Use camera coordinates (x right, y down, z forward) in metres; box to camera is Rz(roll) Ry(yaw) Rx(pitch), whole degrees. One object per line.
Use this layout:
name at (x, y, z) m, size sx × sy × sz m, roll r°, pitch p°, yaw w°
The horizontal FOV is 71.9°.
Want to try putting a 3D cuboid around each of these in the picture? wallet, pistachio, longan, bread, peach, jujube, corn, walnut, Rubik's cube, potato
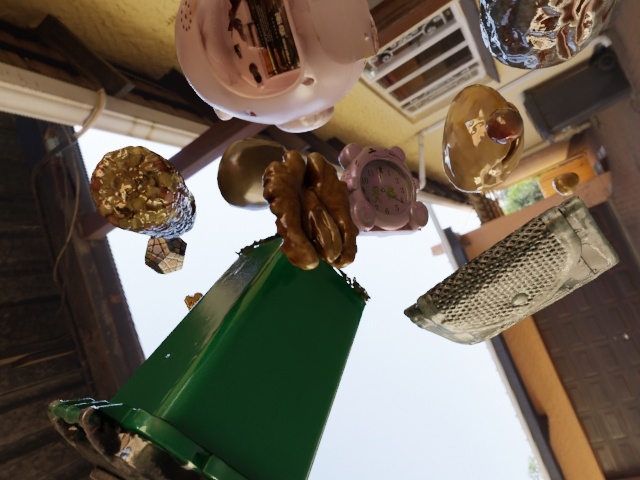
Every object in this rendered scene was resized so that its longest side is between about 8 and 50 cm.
wallet at (0.344, 0.083, 0.793) m, size 0.237 × 0.342 × 0.075 m, roll 30°, pitch -149°, yaw -39°
pistachio at (0.444, -0.281, 1.226) m, size 0.229 × 0.229 × 0.309 m, roll 30°, pitch -123°, yaw -49°
longan at (-0.248, -0.249, 1.680) m, size 0.350 × 0.288 × 0.289 m, roll -12°, pitch -102°, yaw -62°
bread at (-0.302, 0.197, 1.249) m, size 0.177 × 0.119 × 0.084 m, roll 15°, pitch -96°, yaw -17°
peach at (0.416, -0.258, 1.001) m, size 0.083 × 0.083 × 0.083 m, roll 42°, pitch -146°, yaw -37°
jujube at (0.404, -0.448, 0.778) m, size 0.215 × 0.247 × 0.308 m, roll 44°, pitch -172°, yaw 32°
corn at (-0.214, -0.050, 0.584) m, size 0.098 × 0.098 × 0.290 m, roll 64°, pitch 172°, yaw 0°
walnut at (-0.018, -0.038, 0.596) m, size 0.142 × 0.069 × 0.171 m, roll 2°, pitch -113°, yaw -36°
Rubik's cube at (-0.379, 0.031, 1.083) m, size 0.111 × 0.093 × 0.111 m, roll 40°, pitch -148°, yaw -31°
potato at (0.736, -0.173, 1.322) m, size 0.068 × 0.083 × 0.062 m, roll 51°, pitch 179°, yaw -3°

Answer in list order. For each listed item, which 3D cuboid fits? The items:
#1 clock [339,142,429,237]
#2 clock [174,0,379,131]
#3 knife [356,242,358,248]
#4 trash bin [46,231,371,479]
clock at (0.201, -0.172, 1.496) m, size 0.295 × 0.113 × 0.323 m, roll -2°, pitch -107°, yaw -24°
clock at (-0.117, -0.379, 0.831) m, size 0.250 × 0.376 × 0.369 m, roll -40°, pitch -60°, yaw -47°
knife at (-0.004, 0.003, 1.373) m, size 0.365 × 0.043 × 0.089 m, roll 9°, pitch -123°, yaw -50°
trash bin at (-0.121, 0.177, 0.614) m, size 0.295 × 0.259 × 0.381 m, roll 47°, pitch -130°, yaw -21°
